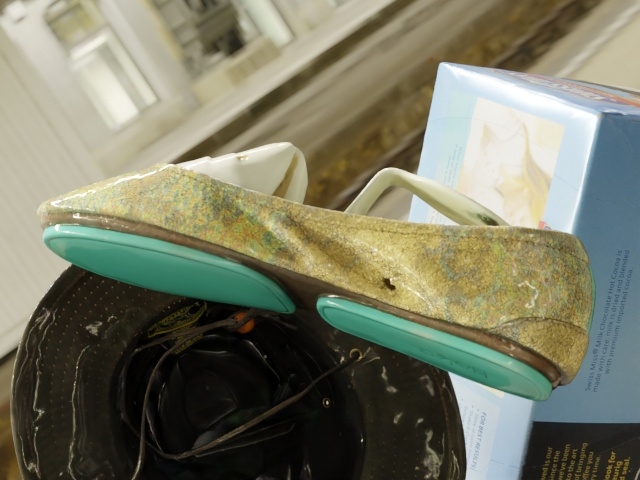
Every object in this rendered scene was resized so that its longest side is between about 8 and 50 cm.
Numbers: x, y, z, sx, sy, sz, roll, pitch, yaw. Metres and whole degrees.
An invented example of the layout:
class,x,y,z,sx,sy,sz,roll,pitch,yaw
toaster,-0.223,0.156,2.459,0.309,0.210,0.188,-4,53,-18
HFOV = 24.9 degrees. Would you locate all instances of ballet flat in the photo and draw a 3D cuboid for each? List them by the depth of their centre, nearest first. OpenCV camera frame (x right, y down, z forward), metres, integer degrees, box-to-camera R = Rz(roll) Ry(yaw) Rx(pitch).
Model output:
class,x,y,z,sx,sy,sz,roll,pitch,yaw
ballet flat,0.000,0.000,0.896,0.349,0.123,0.123,15,28,14

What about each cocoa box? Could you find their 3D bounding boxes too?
class,x,y,z,sx,sy,sz,roll,pitch,yaw
cocoa box,0.213,0.046,1.219,0.228,0.347,0.231,4,14,-30

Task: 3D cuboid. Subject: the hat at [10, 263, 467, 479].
class,x,y,z,sx,sy,sz,roll,pitch,yaw
hat,-0.065,0.145,1.069,0.331,0.331,0.134,-36,-8,-18
